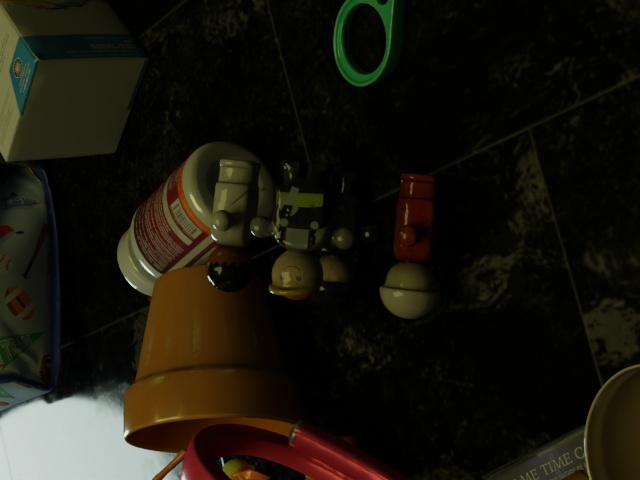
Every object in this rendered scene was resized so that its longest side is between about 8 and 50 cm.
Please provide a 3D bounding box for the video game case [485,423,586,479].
[{"bbox_3d":[0.264,0.309,1.243,0.196,0.026,0.274,-40,64,48],"label":"video game case"}]

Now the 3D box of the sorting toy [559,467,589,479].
[{"bbox_3d":[0.289,0.311,1.137,0.365,0.127,0.126,40,97,38],"label":"sorting toy"}]

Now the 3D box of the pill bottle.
[{"bbox_3d":[-0.153,-0.019,1.642,0.221,0.121,0.121,-37,68,49],"label":"pill bottle"}]

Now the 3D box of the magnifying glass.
[{"bbox_3d":[0.069,-0.256,1.385,0.092,0.026,0.231,52,133,33],"label":"magnifying glass"}]

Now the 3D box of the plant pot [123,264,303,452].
[{"bbox_3d":[-0.126,0.135,1.595,0.205,0.205,0.188,-29,58,51],"label":"plant pot"}]

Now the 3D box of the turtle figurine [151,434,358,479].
[{"bbox_3d":[-0.058,0.331,1.573,0.270,0.087,0.217,-18,103,15],"label":"turtle figurine"}]

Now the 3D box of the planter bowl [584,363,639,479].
[{"bbox_3d":[0.307,0.168,1.089,0.162,0.109,0.162,14,108,51],"label":"planter bowl"}]

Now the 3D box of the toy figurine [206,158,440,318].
[{"bbox_3d":[0.000,0.000,1.372,0.213,0.210,0.148,7,92,53],"label":"toy figurine"}]

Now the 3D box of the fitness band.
[{"bbox_3d":[-0.003,0.267,1.404,0.291,0.209,0.054,26,110,18],"label":"fitness band"}]

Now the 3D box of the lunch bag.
[{"bbox_3d":[-0.547,0.056,2.092,0.328,0.239,0.385,-21,64,53],"label":"lunch bag"}]

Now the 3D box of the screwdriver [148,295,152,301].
[{"bbox_3d":[-0.167,0.101,1.773,0.170,0.024,0.025,25,88,41],"label":"screwdriver"}]

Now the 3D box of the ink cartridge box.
[{"bbox_3d":[-0.372,-0.247,1.842,0.232,0.168,0.171,54,134,32],"label":"ink cartridge box"}]
